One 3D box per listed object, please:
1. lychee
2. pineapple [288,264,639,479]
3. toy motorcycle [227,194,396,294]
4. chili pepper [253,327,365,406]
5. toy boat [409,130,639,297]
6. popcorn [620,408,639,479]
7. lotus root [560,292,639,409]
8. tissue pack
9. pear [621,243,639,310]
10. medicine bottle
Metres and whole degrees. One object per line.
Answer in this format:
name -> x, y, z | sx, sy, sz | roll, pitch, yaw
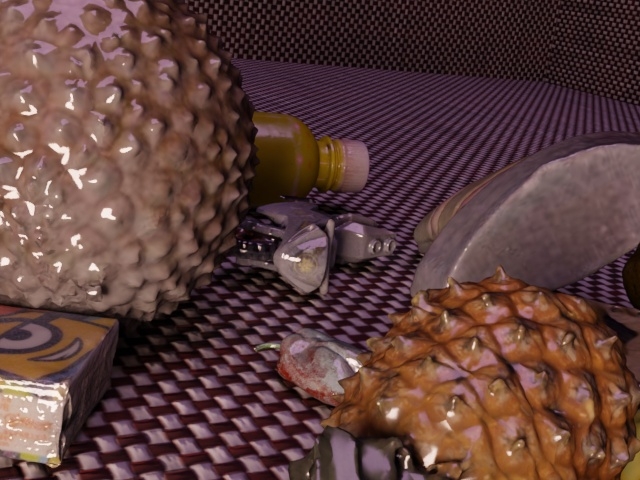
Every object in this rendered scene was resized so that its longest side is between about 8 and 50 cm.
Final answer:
lychee -> -0.195, -0.069, 0.685 | 0.300, 0.300, 0.300 | 7, 17, -2
pineapple -> 0.029, 0.139, 0.373 | 0.165, 0.165, 0.364 | 16, 27, 26
toy motorcycle -> 0.000, 0.000, 0.886 | 0.122, 0.080, 0.215 | 22, 18, 39
chili pepper -> 0.015, 0.099, 0.637 | 0.153, 0.041, 0.050 | 23, 65, 39
toy boat -> 0.206, -0.040, 0.849 | 0.276, 0.111, 0.293 | -27, 12, 12
popcorn -> 0.253, 0.109, 0.476 | 0.167, 0.185, 0.187 | 11, 35, -1
lotus root -> 0.253, 0.108, 0.661 | 0.261, 0.074, 0.170 | 15, 20, 30
tissue pack -> -0.213, 0.083, 0.550 | 0.148, 0.060, 0.108 | 7, 16, 2
pear -> 0.380, 0.026, 0.780 | 0.211, 0.188, 0.228 | 11, 19, 19
medicine bottle -> -0.049, -0.098, 1.105 | 0.212, 0.122, 0.122 | 2, 18, -19
